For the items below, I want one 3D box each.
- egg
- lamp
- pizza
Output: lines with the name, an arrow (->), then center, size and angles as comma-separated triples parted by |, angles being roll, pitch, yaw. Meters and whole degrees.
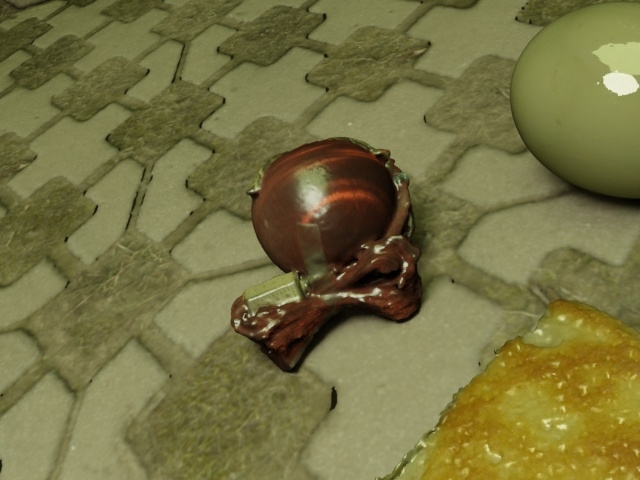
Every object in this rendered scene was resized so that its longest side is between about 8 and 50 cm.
egg -> 0.300, -0.134, 0.784 | 0.242, 0.186, 0.186 | 27, 57, 35
lamp -> -0.005, -0.009, 0.809 | 0.215, 0.151, 0.223 | -23, 37, 4
pizza -> 0.142, 0.161, 0.582 | 0.288, 0.075, 0.280 | -21, 31, 4
